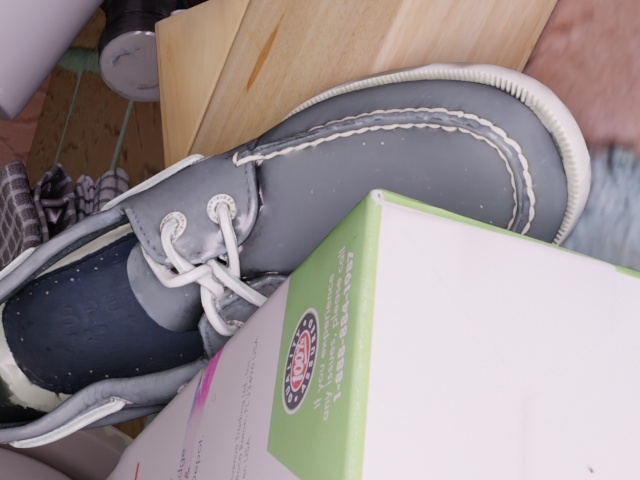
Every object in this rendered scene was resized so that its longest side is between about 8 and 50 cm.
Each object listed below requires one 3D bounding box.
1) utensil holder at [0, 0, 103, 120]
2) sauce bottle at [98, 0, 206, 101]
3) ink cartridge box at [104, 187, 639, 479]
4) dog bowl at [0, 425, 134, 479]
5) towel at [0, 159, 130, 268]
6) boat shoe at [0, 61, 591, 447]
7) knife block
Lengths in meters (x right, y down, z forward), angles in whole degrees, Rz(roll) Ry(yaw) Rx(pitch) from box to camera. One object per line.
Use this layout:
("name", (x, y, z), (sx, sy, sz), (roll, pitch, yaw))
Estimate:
("utensil holder", (-0.232, -0.323, 1.077), (0.385, 0.327, 0.327), (-58, 15, -7))
("sauce bottle", (-0.138, -0.247, 1.260), (0.344, 0.111, 0.111), (-93, 24, -43))
("ink cartridge box", (-0.008, 0.156, 0.581), (0.353, 0.119, 0.207), (134, 147, -56))
("dog bowl", (-0.247, 0.224, 0.947), (0.349, 0.348, 0.102), (-106, 23, -60))
("towel", (-0.279, 0.087, 1.439), (0.284, 0.121, 0.235), (123, 155, -45))
("boat shoe", (-0.039, 0.021, 0.632), (0.319, 0.116, 0.099), (-19, 10, 34))
("knife block", (0.000, 0.000, 0.725), (0.275, 0.088, 0.242), (-11, 84, 51))
